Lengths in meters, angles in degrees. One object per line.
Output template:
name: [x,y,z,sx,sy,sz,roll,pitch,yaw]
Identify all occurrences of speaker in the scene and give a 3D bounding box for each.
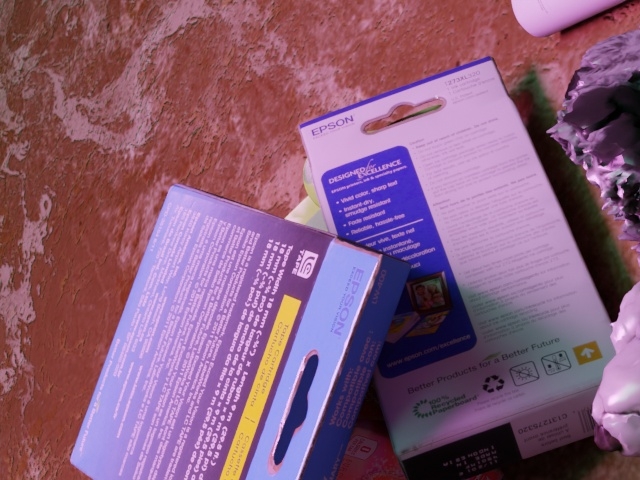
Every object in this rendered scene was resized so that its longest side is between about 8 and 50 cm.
speaker: [0.215,-0.207,1.533,0.136,0.055,0.055,-22,54,51]

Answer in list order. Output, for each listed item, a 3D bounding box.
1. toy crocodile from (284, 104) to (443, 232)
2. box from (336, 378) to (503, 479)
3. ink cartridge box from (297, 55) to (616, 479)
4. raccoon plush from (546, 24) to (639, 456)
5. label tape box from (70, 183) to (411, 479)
toy crocodile: [0.000,0.000,1.680,0.340,0.115,0.105,-44,80,21]
box: [-0.012,0.234,1.534,0.300,0.154,0.142,-55,34,20]
ink cartridge box: [0.104,0.015,1.476,0.176,0.069,0.371,-20,46,3]
raccoon plush: [0.350,-0.015,1.158,0.446,0.299,0.216,-25,26,8]
label tape box: [-0.040,0.106,1.401,0.334,0.106,0.240,20,90,59]
